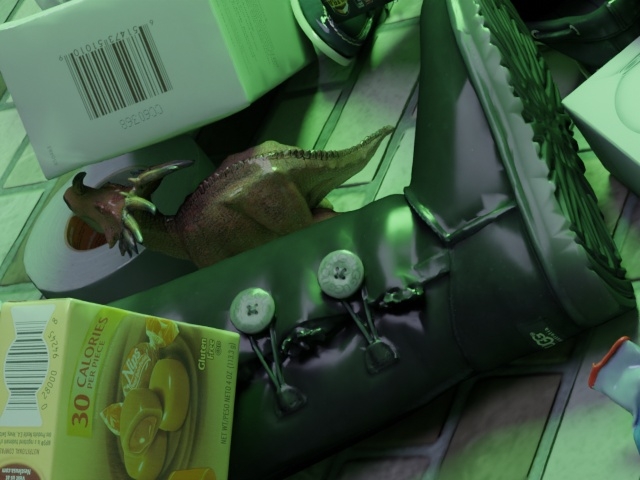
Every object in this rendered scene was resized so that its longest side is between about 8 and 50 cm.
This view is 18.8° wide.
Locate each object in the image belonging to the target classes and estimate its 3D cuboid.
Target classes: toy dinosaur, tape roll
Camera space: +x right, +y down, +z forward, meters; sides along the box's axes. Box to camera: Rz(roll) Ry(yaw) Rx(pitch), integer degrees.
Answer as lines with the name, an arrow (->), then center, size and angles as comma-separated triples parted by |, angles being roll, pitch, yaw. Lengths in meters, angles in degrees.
toy dinosaur -> -0.075, -0.034, 1.757 | 0.296, 0.200, 0.127 | -31, 34, 14
tape roll -> -0.193, -0.011, 1.963 | 0.219, 0.072, 0.219 | -25, 36, 20

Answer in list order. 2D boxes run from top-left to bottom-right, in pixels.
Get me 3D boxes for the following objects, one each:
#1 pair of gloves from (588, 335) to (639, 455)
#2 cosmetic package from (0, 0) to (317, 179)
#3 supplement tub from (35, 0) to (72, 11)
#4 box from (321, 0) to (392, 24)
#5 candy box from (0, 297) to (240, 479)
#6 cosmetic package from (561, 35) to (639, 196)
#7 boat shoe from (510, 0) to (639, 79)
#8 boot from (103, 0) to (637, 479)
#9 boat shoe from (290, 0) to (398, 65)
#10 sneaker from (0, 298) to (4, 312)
pair of gloves -> 0.279, 0.083, 1.358 | 0.159, 0.023, 0.198 | 46, 111, 38
cosmetic package -> -0.150, -0.190, 1.892 | 0.217, 0.156, 0.385 | -20, 9, 11
supplement tub -> -0.170, -0.380, 2.198 | 0.325, 0.235, 0.235 | -33, 32, 31
box -> 0.159, -0.325, 1.842 | 0.293, 0.073, 0.295 | -34, 8, -18
candy box -> -0.163, 0.212, 1.457 | 0.088, 0.183, 0.316 | -4, 77, 43
cosmetic package -> 0.414, -0.147, 1.514 | 0.377, 0.097, 0.284 | -40, 36, 0
boat shoe -> 0.217, -0.238, 1.791 | 0.127, 0.113, 0.340 | -37, 33, 5
boot -> 0.000, 0.002, 1.632 | 0.445, 0.146, 0.367 | -29, 54, 20
boat shoe -> 0.029, -0.273, 2.039 | 0.079, 0.095, 0.254 | -37, 23, 25
sneaker -> -0.374, 0.133, 1.950 | 0.094, 0.091, 0.258 | -25, 36, 22
